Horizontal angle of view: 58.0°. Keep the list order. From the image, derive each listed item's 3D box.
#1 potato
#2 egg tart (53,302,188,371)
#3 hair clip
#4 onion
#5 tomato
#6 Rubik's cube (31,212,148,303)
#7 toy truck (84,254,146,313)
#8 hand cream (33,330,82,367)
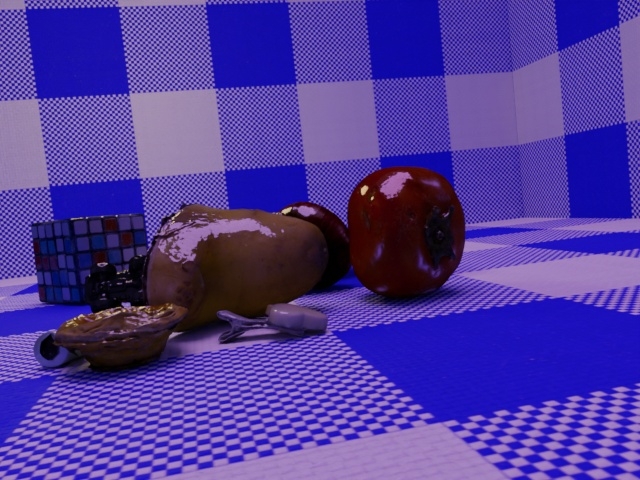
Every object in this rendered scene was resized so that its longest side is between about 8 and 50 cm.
[{"bbox_3d":[-0.160,0.044,1.297,0.296,0.289,0.397,-4,1,22],"label":"potato"},{"bbox_3d":[-0.357,0.172,1.054,0.241,0.105,0.241,-8,2,0],"label":"egg tart"},{"bbox_3d":[-0.093,0.161,1.157,0.219,0.071,0.159,-1,2,5],"label":"hair clip"},{"bbox_3d":[-0.045,0.033,1.653,0.273,0.273,0.285,-4,30,31],"label":"onion"},{"bbox_3d":[0.209,-0.023,1.437,0.293,0.324,0.290,-11,8,-29],"label":"tomato"},{"bbox_3d":[-0.804,0.059,2.035,0.292,0.286,0.293,-2,5,40],"label":"Rubik's cube"},{"bbox_3d":[-0.556,0.143,1.676,0.225,0.147,0.165,-9,-20,-3],"label":"toy truck"},{"bbox_3d":[-0.484,0.202,1.213,0.110,0.067,0.321,-7,-1,5],"label":"hand cream"}]
